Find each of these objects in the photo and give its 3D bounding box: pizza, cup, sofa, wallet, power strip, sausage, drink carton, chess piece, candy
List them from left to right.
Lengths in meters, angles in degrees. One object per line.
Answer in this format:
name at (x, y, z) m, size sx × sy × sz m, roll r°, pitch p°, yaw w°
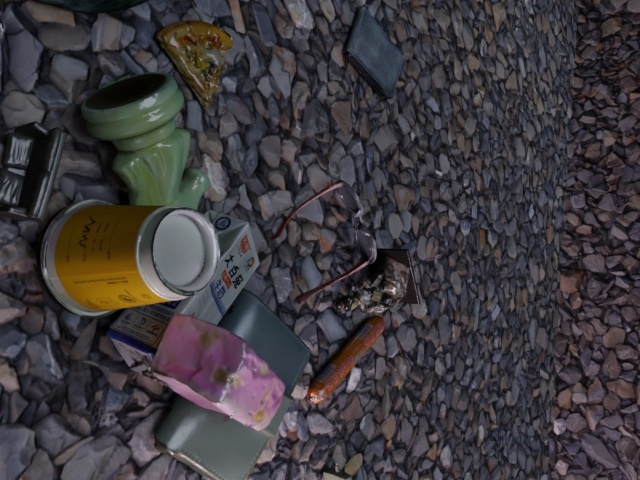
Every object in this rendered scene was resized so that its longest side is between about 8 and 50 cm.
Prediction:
sofa at (-0.451, -0.107, 0.936) m, size 0.060 × 0.085 × 0.147 m, roll 25°, pitch 70°, yaw -49°
cup at (-0.301, 0.023, 0.962) m, size 0.196 × 0.279 × 0.197 m, roll 10°, pitch 78°, yaw -53°
chess piece at (-0.291, -0.133, 1.093) m, size 0.176 × 0.175 × 0.298 m, roll -46°, pitch 135°, yaw -40°
drink carton at (-0.237, 0.100, 1.128) m, size 0.315 × 0.106 × 0.131 m, roll -56°, pitch 155°, yaw -34°
pizza at (-0.246, -0.353, 1.217) m, size 0.184 × 0.036 × 0.176 m, roll -3°, pitch 91°, yaw -49°
candy at (-0.169, 0.236, 1.045) m, size 0.265 × 0.155 × 0.116 m, roll 68°, pitch 42°, yaw -60°
wallet at (-0.162, 0.309, 1.257) m, size 0.252 × 0.083 × 0.361 m, roll 46°, pitch 57°, yaw -31°
power strip at (0.052, 0.647, 1.487) m, size 0.029 × 0.079 × 0.227 m, roll -15°, pitch 99°, yaw -43°
sausage at (0.072, 0.292, 1.543) m, size 0.347 × 0.053 × 0.053 m, roll -41°, pitch 118°, yaw -42°
wallet at (0.151, -0.508, 1.681) m, size 0.222 × 0.036 × 0.168 m, roll 36°, pitch 63°, yaw -40°

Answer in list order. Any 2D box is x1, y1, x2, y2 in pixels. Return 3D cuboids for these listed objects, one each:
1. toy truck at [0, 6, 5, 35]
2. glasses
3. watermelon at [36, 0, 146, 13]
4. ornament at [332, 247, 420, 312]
toy truck at (-0.554, -0.351, 0.779) m, size 0.124 × 0.155 × 0.268 m, roll -56°, pitch 131°, yaw -33°
glasses at (0.000, 0.000, 1.488) m, size 0.268 × 0.118 × 0.234 m, roll -29°, pitch 113°, yaw -24°
watermelon at (-0.350, -0.520, 0.985) m, size 0.387 × 0.228 × 0.259 m, roll -20°, pitch 95°, yaw -38°
ornament at (0.127, 0.132, 1.559) m, size 0.196 × 0.153 × 0.167 m, roll -27°, pitch 108°, yaw -36°
